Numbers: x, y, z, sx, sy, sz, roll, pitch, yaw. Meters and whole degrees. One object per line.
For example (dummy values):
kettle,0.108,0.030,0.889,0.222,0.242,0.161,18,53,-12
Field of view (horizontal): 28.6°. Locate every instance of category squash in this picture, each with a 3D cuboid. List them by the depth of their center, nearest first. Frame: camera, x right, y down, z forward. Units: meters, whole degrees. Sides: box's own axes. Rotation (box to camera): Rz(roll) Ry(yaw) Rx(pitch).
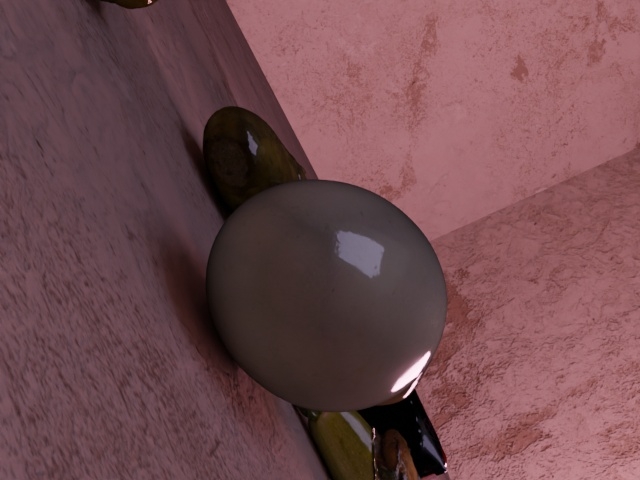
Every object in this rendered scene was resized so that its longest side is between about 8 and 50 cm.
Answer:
squash,0.033,0.248,1.546,0.200,0.075,0.090,63,31,-18

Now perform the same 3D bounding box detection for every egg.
egg,0.007,0.055,1.265,0.230,0.230,0.371,67,8,19

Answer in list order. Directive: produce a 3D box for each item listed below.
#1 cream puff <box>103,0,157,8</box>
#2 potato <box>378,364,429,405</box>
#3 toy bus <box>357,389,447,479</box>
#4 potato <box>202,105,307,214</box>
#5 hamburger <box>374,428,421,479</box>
cream puff,-0.218,-0.405,1.396,0.282,0.185,0.282,-24,90,-82
potato,0.047,0.085,1.663,0.243,0.221,0.326,-113,-179,-47
toy bus,0.077,0.232,1.870,0.147,0.127,0.302,69,-3,-70
potato,-0.094,-0.092,1.691,0.251,0.113,0.149,40,32,-61
hamburger,0.087,0.340,1.715,0.102,0.087,0.176,25,46,-67
